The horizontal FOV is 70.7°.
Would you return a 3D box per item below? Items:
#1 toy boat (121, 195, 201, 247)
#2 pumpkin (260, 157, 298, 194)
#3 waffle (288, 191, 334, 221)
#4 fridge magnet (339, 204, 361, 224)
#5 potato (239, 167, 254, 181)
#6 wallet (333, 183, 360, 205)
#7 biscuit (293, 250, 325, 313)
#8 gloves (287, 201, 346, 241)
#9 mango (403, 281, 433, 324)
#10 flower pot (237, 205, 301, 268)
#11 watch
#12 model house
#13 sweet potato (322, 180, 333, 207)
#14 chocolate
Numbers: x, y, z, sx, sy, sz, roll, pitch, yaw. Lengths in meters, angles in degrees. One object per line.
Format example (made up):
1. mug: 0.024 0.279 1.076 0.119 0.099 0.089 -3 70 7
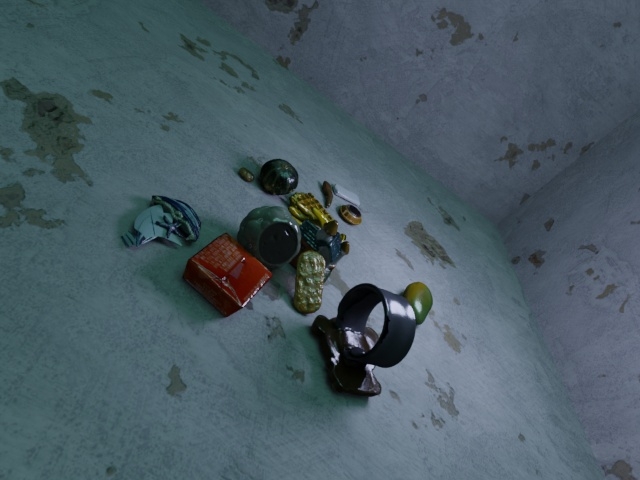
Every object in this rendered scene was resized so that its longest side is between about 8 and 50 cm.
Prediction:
1. toy boat: -0.521 -0.041 1.534 0.210 0.070 0.291 29 37 -13
2. pumpkin: -0.195 -0.301 2.139 0.190 0.146 0.190 10 35 -7
3. waffle: -0.067 -0.144 2.182 0.229 0.057 0.219 49 31 11
4. fridge magnet: 0.167 -0.143 2.442 0.143 0.063 0.143 26 35 -20
5. potato: -0.339 -0.304 2.080 0.083 0.040 0.051 46 26 2
6. wallet: 0.150 -0.265 2.602 0.190 0.033 0.095 25 34 -28
7. biscuit: -0.041 0.159 1.741 0.119 0.029 0.247 9 76 -16
8. gloves: -0.034 -0.057 2.047 0.294 0.116 0.133 35 65 -16
9. mango: 0.470 0.306 2.205 0.156 0.114 0.251 48 42 -12
10. flower pot: -0.193 -0.013 1.708 0.246 0.246 0.195 24 4 -29
11. watch: 0.183 0.341 1.614 0.314 0.327 0.335 22 37 -31
12. model house: 0.000 0.000 1.866 0.271 0.301 0.190 43 38 0
13. sweet potato: 0.042 -0.246 2.444 0.050 0.050 0.214 24 39 -29
14. chocolate: -0.316 0.118 1.531 0.235 0.108 0.237 42 30 -2
